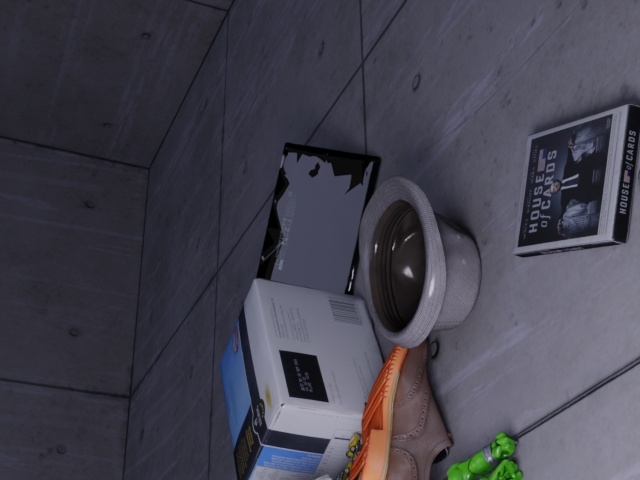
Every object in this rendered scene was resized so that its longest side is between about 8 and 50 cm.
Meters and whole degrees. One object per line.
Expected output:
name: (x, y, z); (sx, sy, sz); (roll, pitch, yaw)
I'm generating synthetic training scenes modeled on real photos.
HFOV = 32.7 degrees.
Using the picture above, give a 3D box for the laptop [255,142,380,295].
laptop: (0.000, 0.000, 2.357); (0.408, 0.236, 0.381); (13, 92, 42)

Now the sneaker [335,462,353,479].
sneaker: (0.086, 0.436, 1.775); (0.163, 0.086, 0.226); (-99, 29, -50)

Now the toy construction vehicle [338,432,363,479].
toy construction vehicle: (0.064, 0.349, 1.755); (0.098, 0.035, 0.086); (-73, 8, -46)

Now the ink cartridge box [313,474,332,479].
ink cartridge box: (0.026, 0.529, 1.620); (0.211, 0.122, 0.289); (-115, 2, -60)

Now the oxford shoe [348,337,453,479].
oxford shoe: (0.137, 0.287, 1.694); (0.130, 0.133, 0.363); (113, 177, -47)

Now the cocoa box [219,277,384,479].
cocoa box: (-0.030, 0.273, 1.966); (0.347, 0.232, 0.228); (-107, 34, -53)

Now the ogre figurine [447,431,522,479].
ogre figurine: (0.209, 0.363, 1.473); (0.118, 0.097, 0.197); (-22, 69, 53)

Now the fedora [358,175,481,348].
fedora: (0.167, 0.038, 1.721); (0.243, 0.124, 0.275); (118, 148, -41)

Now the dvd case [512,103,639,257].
dvd case: (0.339, -0.074, 1.459); (0.239, 0.030, 0.179); (167, 114, -68)
